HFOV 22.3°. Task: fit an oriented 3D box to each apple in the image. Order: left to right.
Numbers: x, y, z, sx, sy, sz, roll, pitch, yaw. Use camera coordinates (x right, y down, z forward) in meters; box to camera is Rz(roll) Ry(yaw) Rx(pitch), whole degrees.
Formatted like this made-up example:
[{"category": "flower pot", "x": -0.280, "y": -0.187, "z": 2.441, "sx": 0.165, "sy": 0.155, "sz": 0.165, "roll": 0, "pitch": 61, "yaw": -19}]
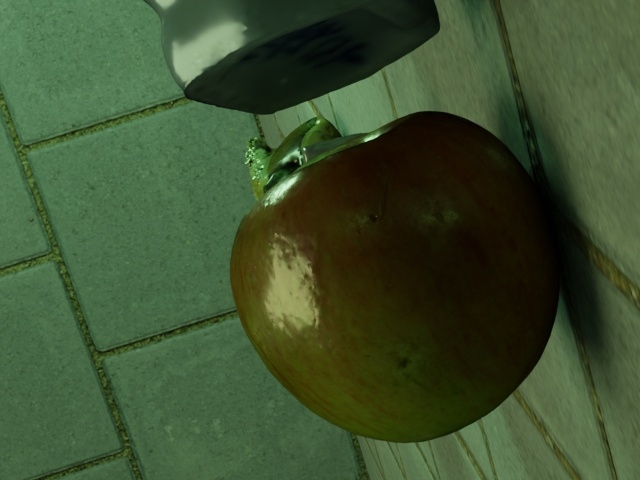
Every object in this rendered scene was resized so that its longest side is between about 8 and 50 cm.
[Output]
[{"category": "apple", "x": 0.047, "y": 0.023, "z": 0.945, "sx": 0.196, "sy": 0.196, "sz": 0.196, "roll": 162, "pitch": 90, "yaw": -86}]

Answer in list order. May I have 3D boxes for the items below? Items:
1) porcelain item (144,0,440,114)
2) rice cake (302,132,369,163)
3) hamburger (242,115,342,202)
[{"category": "porcelain item", "x": -0.075, "y": -0.283, "z": 0.938, "sx": 0.242, "sy": 0.178, "sz": 0.405, "roll": 5, "pitch": -116, "yaw": -70}, {"category": "rice cake", "x": 0.065, "y": 0.024, "z": 1.292, "sx": 0.050, "sy": 0.106, "sz": 0.298, "roll": -97, "pitch": -6, "yaw": -46}, {"category": "hamburger", "x": -0.001, "y": -0.002, "z": 1.910, "sx": 0.265, "sy": 0.134, "sz": 0.285, "roll": 73, "pitch": -176, "yaw": -55}]
